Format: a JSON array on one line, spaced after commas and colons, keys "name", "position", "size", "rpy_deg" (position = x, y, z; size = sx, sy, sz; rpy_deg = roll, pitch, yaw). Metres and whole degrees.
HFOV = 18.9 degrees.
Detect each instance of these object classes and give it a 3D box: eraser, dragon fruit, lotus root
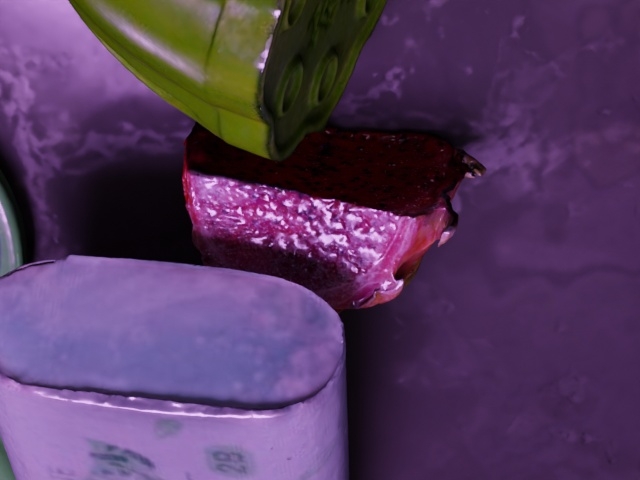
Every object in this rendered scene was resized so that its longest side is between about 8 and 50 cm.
[{"name": "eraser", "position": [-0.072, 0.104, 0.954], "size": [0.174, 0.081, 0.227], "rpy_deg": [3, 147, 4]}, {"name": "dragon fruit", "position": [0.000, 0.000, 0.938], "size": [0.147, 0.102, 0.096], "rpy_deg": [9, 112, 9]}, {"name": "lotus root", "position": [-0.059, -0.147, 0.837], "size": [0.186, 0.186, 0.186], "rpy_deg": [1, 119, 2]}]

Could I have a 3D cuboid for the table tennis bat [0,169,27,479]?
[{"name": "table tennis bat", "position": [-0.214, 0.035, 1.004], "size": [0.160, 0.039, 0.257], "rpy_deg": [-15, 115, 16]}]
